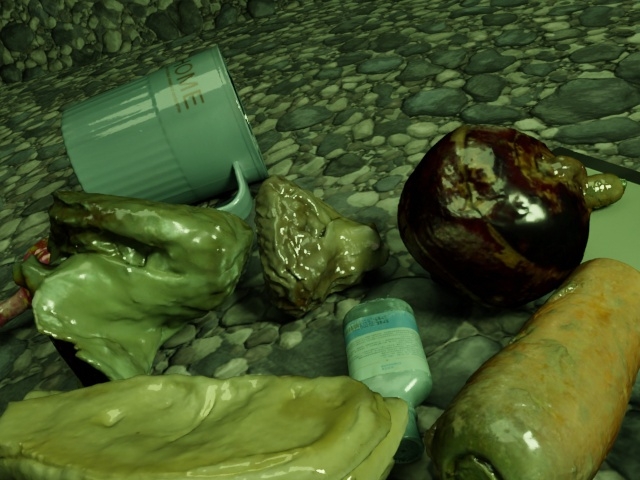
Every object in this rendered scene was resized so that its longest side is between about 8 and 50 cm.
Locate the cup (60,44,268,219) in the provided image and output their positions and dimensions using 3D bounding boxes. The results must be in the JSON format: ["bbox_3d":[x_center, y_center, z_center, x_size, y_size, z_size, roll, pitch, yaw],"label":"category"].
[{"bbox_3d":[-0.275,-0.154,1.181,0.311,0.331,0.257,-20,0,-1],"label":"cup"}]

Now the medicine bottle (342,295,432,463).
[{"bbox_3d":[0.076,0.148,0.703,0.090,0.053,0.208,-13,35,5],"label":"medicine bottle"}]

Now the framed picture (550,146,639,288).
[{"bbox_3d":[0.371,-0.026,0.854,0.265,0.016,0.347,-31,36,-19],"label":"framed picture"}]

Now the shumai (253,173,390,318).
[{"bbox_3d":[0.000,0.000,0.872,0.176,0.166,0.206,-11,58,-6],"label":"shumai"}]

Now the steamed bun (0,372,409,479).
[{"bbox_3d":[-0.134,0.253,0.571,0.428,0.189,0.247,-7,12,16],"label":"steamed bun"}]

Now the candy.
[{"bbox_3d":[-0.519,0.122,1.002,0.365,0.124,0.124,-33,35,-8],"label":"candy"}]

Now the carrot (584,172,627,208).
[{"bbox_3d":[0.292,-0.052,0.877,0.254,0.049,0.049,-10,34,16],"label":"carrot"}]

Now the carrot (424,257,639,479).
[{"bbox_3d":[0.222,0.136,0.585,0.302,0.138,0.139,-34,36,-32],"label":"carrot"}]

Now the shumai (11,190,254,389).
[{"bbox_3d":[-0.254,0.087,0.853,0.292,0.288,0.330,6,-1,-14],"label":"shumai"}]

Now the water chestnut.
[{"bbox_3d":[0.199,-0.026,0.764,0.224,0.238,0.223,11,57,-17],"label":"water chestnut"}]
